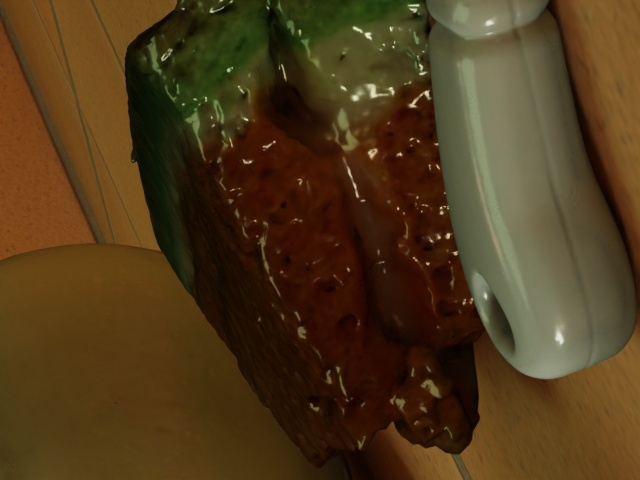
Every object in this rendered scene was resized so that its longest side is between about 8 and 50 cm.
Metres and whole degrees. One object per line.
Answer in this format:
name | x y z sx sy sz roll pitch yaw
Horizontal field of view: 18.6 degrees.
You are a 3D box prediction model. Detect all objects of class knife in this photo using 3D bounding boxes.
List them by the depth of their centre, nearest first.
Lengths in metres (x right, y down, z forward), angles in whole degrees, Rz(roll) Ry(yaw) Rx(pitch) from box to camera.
knife | 0.048 -0.101 0.561 0.080 0.044 0.331 -126 20 -59

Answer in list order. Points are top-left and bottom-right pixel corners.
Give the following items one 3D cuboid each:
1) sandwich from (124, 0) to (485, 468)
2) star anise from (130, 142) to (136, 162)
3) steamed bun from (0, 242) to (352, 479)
sandwich | -0.005 -0.008 0.836 0.292 0.109 0.212 171 78 -80
star anise | -0.086 -0.029 1.395 0.195 0.065 0.182 95 151 -62
steamed bun | -0.105 0.239 1.340 0.456 0.290 0.371 98 157 -57
